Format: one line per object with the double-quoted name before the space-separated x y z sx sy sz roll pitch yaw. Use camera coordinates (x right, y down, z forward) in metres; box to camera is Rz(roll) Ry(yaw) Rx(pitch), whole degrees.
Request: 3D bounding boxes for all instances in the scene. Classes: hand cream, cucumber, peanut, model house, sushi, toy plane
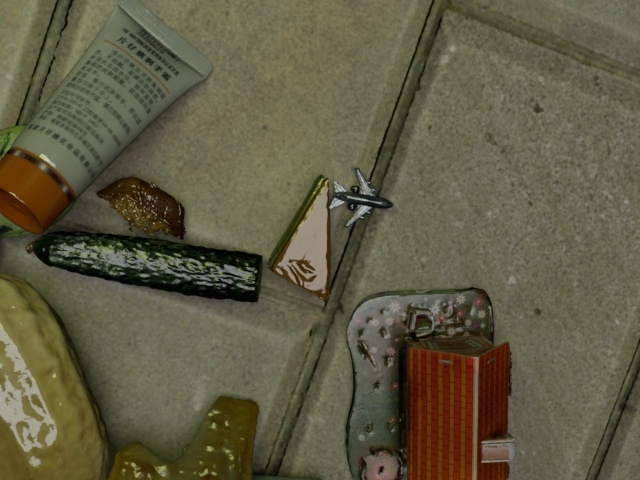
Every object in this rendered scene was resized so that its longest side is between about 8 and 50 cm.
"hand cream" -0.266 -0.154 1.001 0.139 0.089 0.314 41 65 -10
"cucumber" -0.217 0.028 1.074 0.293 0.067 0.068 9 95 -7
"peanut" -0.353 0.198 1.018 0.174 0.158 0.340 -23 95 27
"model house" 0.146 0.220 1.100 0.206 0.154 0.294 -2 98 -9
"sushi" -0.221 -0.038 1.066 0.117 0.061 0.060 24 66 -2
"toy plane" 0.054 -0.054 1.116 0.083 0.031 0.079 9 96 -8

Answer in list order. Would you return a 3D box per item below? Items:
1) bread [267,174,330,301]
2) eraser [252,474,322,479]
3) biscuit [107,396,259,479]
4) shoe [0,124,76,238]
"bread" 0.002 -0.005 1.095 0.084 0.074 0.139 30 90 -10
"eraser" -0.134 0.398 1.108 0.289 0.104 0.189 7 93 -8
"biscuit" -0.171 0.273 1.073 0.183 0.039 0.174 7 52 -9
"shoe" -0.420 -0.045 1.020 0.262 0.128 0.140 -11 112 -3
